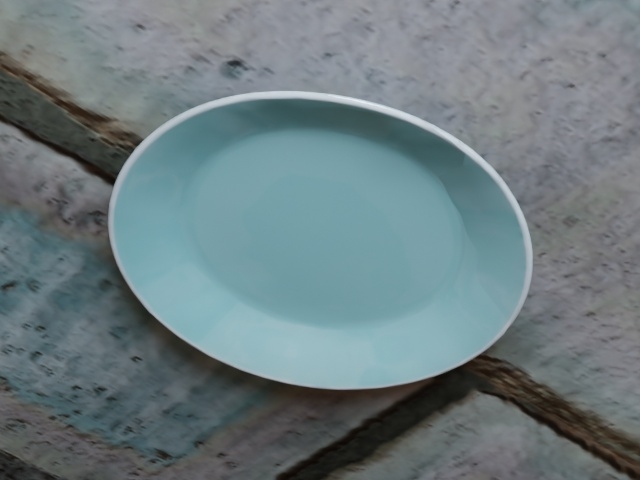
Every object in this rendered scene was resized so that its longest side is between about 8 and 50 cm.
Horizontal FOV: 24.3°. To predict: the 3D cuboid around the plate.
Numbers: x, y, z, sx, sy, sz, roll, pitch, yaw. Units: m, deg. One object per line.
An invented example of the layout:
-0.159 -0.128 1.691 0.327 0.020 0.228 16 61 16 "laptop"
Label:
0.000 0.000 0.657 0.188 0.024 0.188 5 136 5 "plate"
